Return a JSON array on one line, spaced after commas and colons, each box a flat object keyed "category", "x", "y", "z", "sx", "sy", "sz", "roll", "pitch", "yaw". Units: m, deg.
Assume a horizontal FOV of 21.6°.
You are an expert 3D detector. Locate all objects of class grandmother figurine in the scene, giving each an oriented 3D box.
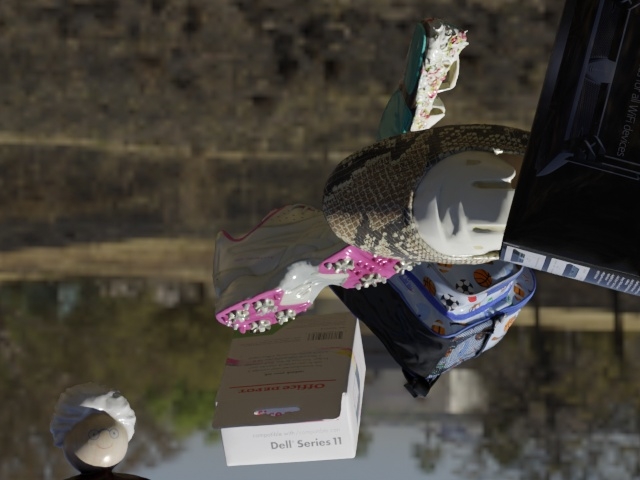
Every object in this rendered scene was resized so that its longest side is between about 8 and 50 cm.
[{"category": "grandmother figurine", "x": -0.216, "y": 0.315, "z": 1.734, "sx": 0.207, "sy": 0.343, "sz": 0.104, "roll": 1, "pitch": 163, "yaw": -41}]

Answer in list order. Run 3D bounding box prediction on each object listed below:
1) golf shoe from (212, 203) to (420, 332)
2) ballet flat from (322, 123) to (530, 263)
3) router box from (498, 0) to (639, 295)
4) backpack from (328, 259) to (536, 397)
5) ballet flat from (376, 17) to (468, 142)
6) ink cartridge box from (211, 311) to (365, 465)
[{"category": "golf shoe", "x": 0.000, "y": 0.000, "z": 2.035, "sx": 0.306, "sy": 0.140, "sz": 0.115, "roll": -21, "pitch": 151, "yaw": 11}, {"category": "ballet flat", "x": 0.252, "y": -0.044, "z": 1.902, "sx": 0.482, "sy": 0.164, "sz": 0.182, "roll": 1, "pitch": -170, "yaw": -16}, {"category": "router box", "x": 0.297, "y": -0.105, "z": 1.336, "sx": 0.242, "sy": 0.309, "sz": 0.081, "roll": 15, "pitch": 171, "yaw": 7}, {"category": "backpack", "x": 0.175, "y": 0.052, "z": 2.430, "sx": 0.263, "sy": 0.276, "sz": 0.213, "roll": -15, "pitch": 151, "yaw": -49}, {"category": "ballet flat", "x": 0.146, "y": -0.206, "z": 2.336, "sx": 0.077, "sy": 0.091, "sz": 0.241, "roll": 1, "pitch": 137, "yaw": -20}, {"category": "ink cartridge box", "x": -0.045, "y": 0.244, "z": 2.602, "sx": 0.207, "sy": 0.119, "sz": 0.353, "roll": -5, "pitch": -157, "yaw": 8}]
